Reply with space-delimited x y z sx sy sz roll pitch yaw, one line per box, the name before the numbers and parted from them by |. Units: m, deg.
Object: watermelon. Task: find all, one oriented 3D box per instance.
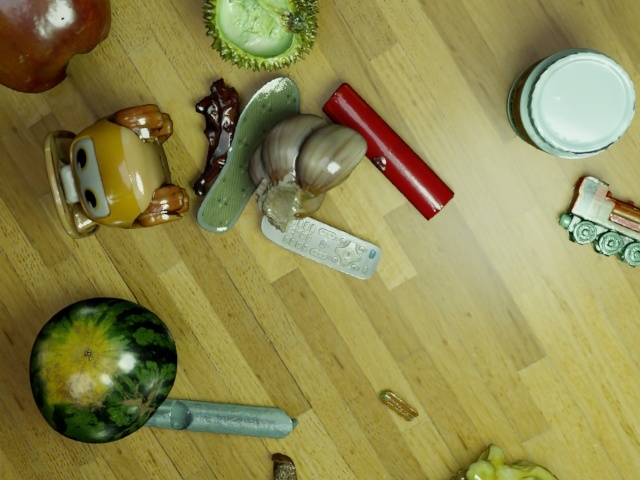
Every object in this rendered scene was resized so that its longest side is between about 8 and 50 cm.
watermelon | -0.399 0.234 1.441 0.269 0.269 0.269 1 99 9

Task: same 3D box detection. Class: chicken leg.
chicken leg | -0.188 -0.188 1.443 0.089 0.048 0.219 5 100 11

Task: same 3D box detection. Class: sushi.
sushi | -0.068 0.473 1.529 0.052 0.055 0.120 0 101 3

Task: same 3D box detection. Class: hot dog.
hot dog | 0.148 0.309 1.485 0.083 0.021 0.037 40 124 -2

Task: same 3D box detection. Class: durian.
durian | -0.101 -0.397 1.332 0.200 0.176 0.237 -13 92 15

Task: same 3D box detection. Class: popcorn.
popcorn | 0.311 0.511 1.399 0.286 0.215 0.252 -50 57 11

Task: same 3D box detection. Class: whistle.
whistle | -0.199 0.344 1.525 0.312 0.062 0.062 3 100 8

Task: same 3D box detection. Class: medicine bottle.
medicine bottle | 0.377 -0.210 1.212 0.158 0.318 0.158 1 99 8

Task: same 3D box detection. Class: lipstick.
lipstick | 0.118 -0.157 1.389 0.280 0.073 0.073 46 103 0

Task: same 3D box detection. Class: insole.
insole | -0.130 -0.151 1.435 0.109 0.007 0.322 24 106 -27

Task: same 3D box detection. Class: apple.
apple | -0.557 -0.453 1.408 0.295 0.329 0.365 -42 97 -27

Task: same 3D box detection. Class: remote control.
remote control | 0.000 0.000 1.449 0.229 0.044 0.073 22 105 -3

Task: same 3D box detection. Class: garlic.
garlic | -0.027 -0.142 1.345 0.160 0.191 0.214 38 140 -1

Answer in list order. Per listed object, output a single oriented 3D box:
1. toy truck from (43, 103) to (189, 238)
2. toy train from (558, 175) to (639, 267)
toy truck | -0.348 -0.117 1.377 0.211 0.288 0.204 -13 97 -1
toy train | 0.504 -0.029 1.349 0.176 0.074 0.118 22 98 7
